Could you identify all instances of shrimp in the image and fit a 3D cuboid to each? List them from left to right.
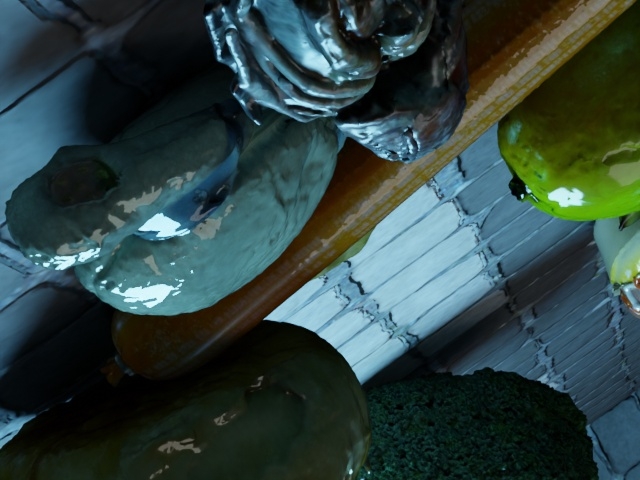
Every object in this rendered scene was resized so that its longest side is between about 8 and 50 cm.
[{"bbox_3d":[0.000,-0.083,0.633,0.090,0.079,0.233,-41,161,0],"label":"shrimp"}]

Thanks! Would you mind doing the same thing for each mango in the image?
[{"bbox_3d":[0.184,-0.092,0.953,0.233,0.111,0.125,-29,170,-19],"label":"mango"}]

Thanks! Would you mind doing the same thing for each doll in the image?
[{"bbox_3d":[-0.042,-0.019,0.740,0.103,0.071,0.214,-40,169,21],"label":"doll"}]

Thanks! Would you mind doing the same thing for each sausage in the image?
[{"bbox_3d":[0.028,-0.044,0.861,0.348,0.053,0.053,-40,165,17],"label":"sausage"}]

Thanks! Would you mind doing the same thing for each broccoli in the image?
[{"bbox_3d":[0.103,0.236,1.508,0.297,0.297,0.297,-25,-158,11],"label":"broccoli"}]

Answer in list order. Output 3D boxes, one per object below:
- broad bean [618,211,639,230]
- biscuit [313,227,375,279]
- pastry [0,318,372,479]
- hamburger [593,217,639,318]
[{"bbox_3d":[0.295,-0.123,1.205,0.339,0.061,0.077,-43,176,27],"label":"broad bean"},{"bbox_3d":[0.000,0.000,1.010,0.083,0.018,0.081,-29,164,-28],"label":"biscuit"},{"bbox_3d":[-0.065,0.107,0.943,0.182,0.093,0.192,-32,-168,-30],"label":"pastry"},{"bbox_3d":[0.294,-0.025,1.412,0.210,0.116,0.173,-43,167,26],"label":"hamburger"}]
